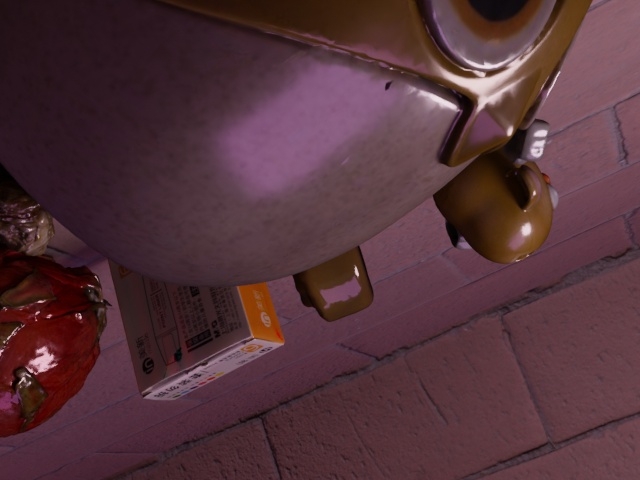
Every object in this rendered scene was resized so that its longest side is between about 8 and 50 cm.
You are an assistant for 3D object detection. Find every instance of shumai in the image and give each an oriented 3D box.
[{"bbox_3d":[-0.372,-0.037,1.192,0.123,0.105,0.139,3,167,-25],"label":"shumai"}]

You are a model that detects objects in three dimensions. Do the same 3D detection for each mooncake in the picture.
[{"bbox_3d":[0.000,0.000,1.555,0.117,0.235,0.235,-19,161,6],"label":"mooncake"}]

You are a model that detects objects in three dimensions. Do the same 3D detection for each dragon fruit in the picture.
[{"bbox_3d":[-0.462,0.143,1.380,0.342,0.277,0.277,-2,157,-12],"label":"dragon fruit"}]

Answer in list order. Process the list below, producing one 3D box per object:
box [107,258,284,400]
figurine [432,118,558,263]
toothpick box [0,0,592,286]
[{"bbox_3d":[-0.194,0.074,1.466,0.220,0.274,0.091,-27,155,23],"label":"box"},{"bbox_3d":[0.227,-0.103,1.393,0.167,0.285,0.342,-21,159,5],"label":"figurine"},{"bbox_3d":[-0.017,-0.199,0.691,0.425,0.409,0.409,-38,157,15],"label":"toothpick box"}]
